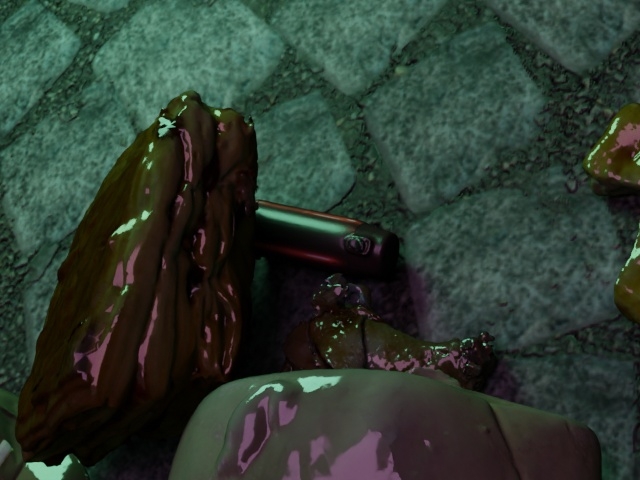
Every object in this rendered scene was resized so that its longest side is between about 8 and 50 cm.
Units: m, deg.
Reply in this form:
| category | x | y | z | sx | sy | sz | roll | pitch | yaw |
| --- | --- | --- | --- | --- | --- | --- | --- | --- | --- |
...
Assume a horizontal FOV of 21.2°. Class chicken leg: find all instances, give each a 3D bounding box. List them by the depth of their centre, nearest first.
| category | x | y | z | sx | sy | sz | roll | pitch | yaw |
| --- | --- | --- | --- | --- | --- | --- | --- | --- | --- |
| chicken leg | 0.052 | 0.105 | 1.542 | 0.196 | 0.080 | 0.125 | 20 | 61 | 36 |

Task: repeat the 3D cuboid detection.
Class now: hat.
| category | x | y | z | sx | sy | sz | roll | pitch | yaw |
| --- | --- | --- | --- | --- | --- | --- | --- | --- | --- |
| hat | -0.324 | 0.232 | 1.665 | 0.166 | 0.144 | 0.173 | -59 | 30 | -7 |

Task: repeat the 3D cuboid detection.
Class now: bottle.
| category | x | y | z | sx | sy | sz | roll | pitch | yaw |
| --- | --- | --- | --- | --- | --- | --- | --- | --- | --- |
| bottle | 0.000 | 0.000 | 1.636 | 0.164 | 0.060 | 0.060 | 12 | 72 | 33 |

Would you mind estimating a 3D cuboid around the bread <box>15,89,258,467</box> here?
| category | x | y | z | sx | sy | sz | roll | pitch | yaw |
| --- | --- | --- | --- | --- | --- | --- | --- | --- | --- |
| bread | -0.153 | 0.056 | 1.601 | 0.277 | 0.167 | 0.324 | -38 | 31 | 59 |

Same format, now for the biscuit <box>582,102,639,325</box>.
| category | x | y | z | sx | sy | sz | roll | pitch | yaw |
| --- | --- | --- | --- | --- | --- | --- | --- | --- | --- |
| biscuit | 0.289 | -0.025 | 1.499 | 0.174 | 0.039 | 0.183 | -50 | 52 | 0 |

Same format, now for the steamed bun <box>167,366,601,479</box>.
| category | x | y | z | sx | sy | sz | roll | pitch | yaw |
| --- | --- | --- | --- | --- | --- | --- | --- | --- | --- |
| steamed bun | 0.023 | 0.228 | 1.390 | 0.384 | 0.236 | 0.247 | -4 | 64 | 29 |
